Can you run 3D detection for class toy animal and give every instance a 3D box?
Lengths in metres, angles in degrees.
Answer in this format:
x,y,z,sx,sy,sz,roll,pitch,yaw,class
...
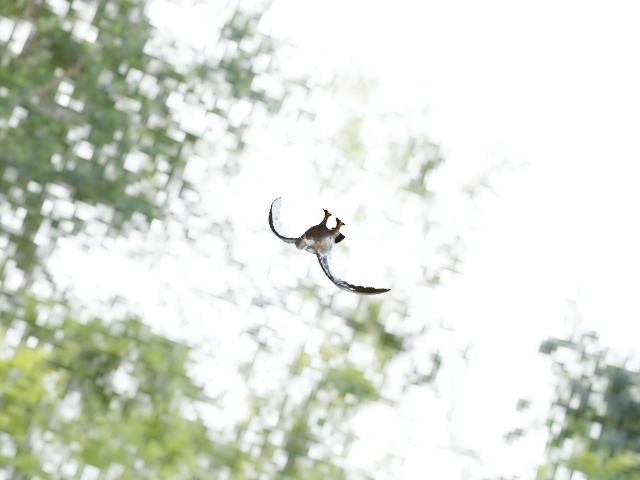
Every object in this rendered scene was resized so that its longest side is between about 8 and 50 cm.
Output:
x,y,z,sx,sy,sz,roll,pitch,yaw,class
0.000,-0.001,0.976,0.084,0.028,0.050,39,-8,22,toy animal
